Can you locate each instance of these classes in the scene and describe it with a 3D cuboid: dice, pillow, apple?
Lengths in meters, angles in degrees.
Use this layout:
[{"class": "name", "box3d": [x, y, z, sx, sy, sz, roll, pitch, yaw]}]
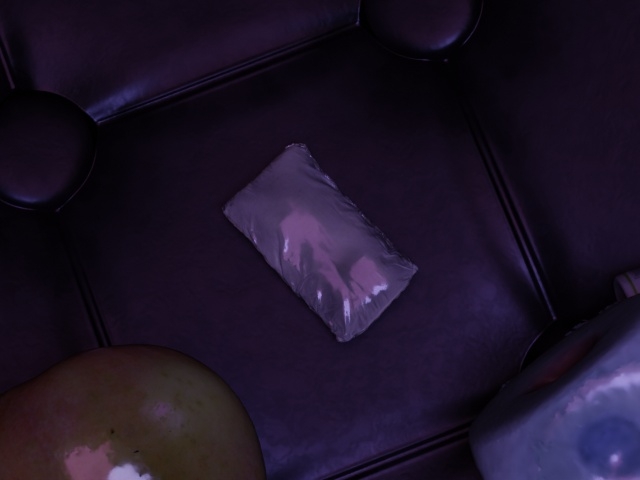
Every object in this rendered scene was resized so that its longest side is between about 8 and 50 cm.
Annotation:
[{"class": "dice", "box3d": [0.331, 0.227, 1.743, 0.264, 0.268, 0.262, -39, 91, 8]}, {"class": "pillow", "box3d": [0.000, 0.000, 1.947, 0.128, 0.051, 0.229, -40, 77, -8]}, {"class": "apple", "box3d": [-0.213, 0.267, 1.773, 0.319, 0.319, 0.277, -27, 75, -3]}]

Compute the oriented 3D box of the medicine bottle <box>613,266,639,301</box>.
[{"class": "medicine bottle", "box3d": [0.432, 0.051, 1.897, 0.183, 0.086, 0.086, -19, 78, -1]}]
